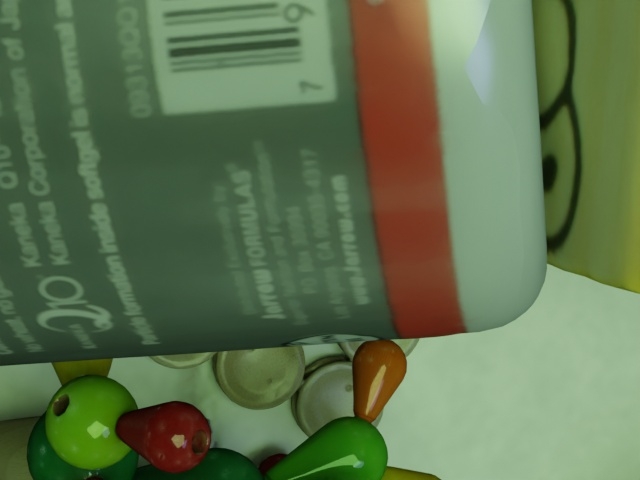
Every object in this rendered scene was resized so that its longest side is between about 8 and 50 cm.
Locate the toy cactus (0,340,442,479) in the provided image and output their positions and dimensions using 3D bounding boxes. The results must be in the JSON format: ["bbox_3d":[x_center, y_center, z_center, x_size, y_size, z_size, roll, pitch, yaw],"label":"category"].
[{"bbox_3d":[-0.060,0.080,0.624,0.180,0.219,0.112,2,81,25],"label":"toy cactus"}]

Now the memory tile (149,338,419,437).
[{"bbox_3d":[0.000,0.000,0.695,0.113,0.012,0.148,27,91,-16],"label":"memory tile"}]

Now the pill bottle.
[{"bbox_3d":[-0.121,-0.065,0.515,0.363,0.210,0.210,-4,100,7],"label":"pill bottle"}]

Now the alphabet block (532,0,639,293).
[{"bbox_3d":[0.157,-0.089,0.622,0.193,0.192,0.197,1,98,-19],"label":"alphabet block"}]
